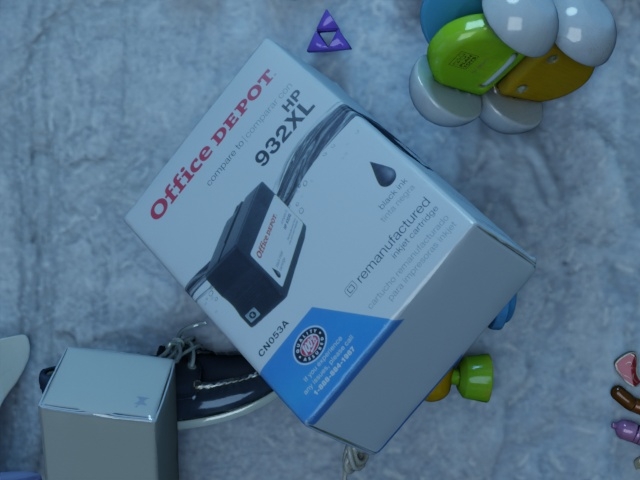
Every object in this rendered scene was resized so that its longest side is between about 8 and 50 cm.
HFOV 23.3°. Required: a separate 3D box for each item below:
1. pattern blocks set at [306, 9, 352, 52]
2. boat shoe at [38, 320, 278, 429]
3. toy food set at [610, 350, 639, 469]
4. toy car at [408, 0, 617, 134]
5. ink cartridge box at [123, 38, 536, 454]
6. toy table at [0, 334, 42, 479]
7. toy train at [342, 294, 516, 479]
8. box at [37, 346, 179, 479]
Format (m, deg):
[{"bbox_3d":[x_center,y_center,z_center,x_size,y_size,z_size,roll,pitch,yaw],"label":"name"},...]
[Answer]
[{"bbox_3d":[-0.018,-0.338,1.474,0.285,0.026,0.325,-20,94,7],"label":"pattern blocks set"},{"bbox_3d":[-0.150,0.134,1.504,0.254,0.095,0.079,-11,106,16],"label":"boat shoe"},{"bbox_3d":[0.314,0.158,1.493,0.077,0.019,0.122,-17,94,7],"label":"toy food set"},{"bbox_3d":[0.164,-0.188,1.407,0.159,0.182,0.136,-44,56,41],"label":"toy car"},{"bbox_3d":[0.000,0.000,1.377,0.223,0.129,0.307,-51,53,8],"label":"ink cartridge box"},{"bbox_3d":[-0.374,0.188,1.467,0.274,0.252,0.161,-13,89,40],"label":"toy table"},{"bbox_3d":[0.100,0.134,1.480,0.143,0.105,0.248,6,96,-8],"label":"toy train"},{"bbox_3d":[-0.193,0.239,1.458,0.113,0.094,0.275,7,124,5],"label":"box"}]
